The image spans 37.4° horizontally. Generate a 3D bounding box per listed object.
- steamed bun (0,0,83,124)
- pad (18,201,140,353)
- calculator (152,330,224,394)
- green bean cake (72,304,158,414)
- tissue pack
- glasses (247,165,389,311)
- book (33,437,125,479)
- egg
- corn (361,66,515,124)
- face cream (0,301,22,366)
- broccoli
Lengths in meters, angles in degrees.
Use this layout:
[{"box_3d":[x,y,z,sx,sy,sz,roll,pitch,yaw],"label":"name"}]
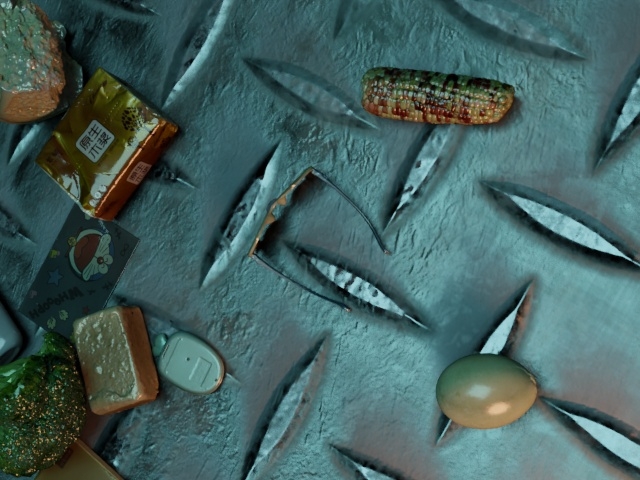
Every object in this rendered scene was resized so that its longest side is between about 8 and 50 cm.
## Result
[{"box_3d":[-0.537,-0.342,1.768,0.170,0.200,0.226,-7,75,-20],"label":"steamed bun"},{"box_3d":[-0.454,0.068,1.774,0.170,0.006,0.246,31,94,21],"label":"pad"},{"box_3d":[-0.236,0.213,1.662,0.153,0.021,0.095,27,93,20],"label":"calculator"},{"box_3d":[-0.362,0.210,1.677,0.109,0.085,0.179,-21,77,16],"label":"green bean cake"},{"box_3d":[-0.393,-0.174,1.736,0.183,0.092,0.226,40,96,21],"label":"tissue pack"},{"box_3d":[-0.008,-0.002,1.567,0.220,0.088,0.190,38,97,21],"label":"glasses"},{"box_3d":[-0.385,0.560,1.669,0.389,0.032,0.269,34,94,21],"label":"book"},{"box_3d":[0.249,0.227,1.426,0.152,0.114,0.114,-10,80,18],"label":"egg"},{"box_3d":[0.187,-0.231,1.527,0.253,0.086,0.086,8,86,19],"label":"corn"},{"box_3d":[-0.688,0.128,1.819,0.144,0.071,0.291,-45,71,12],"label":"face cream"},{"box_3d":[-0.539,0.290,1.642,0.269,0.254,0.269,1,107,2],"label":"broccoli"}]
